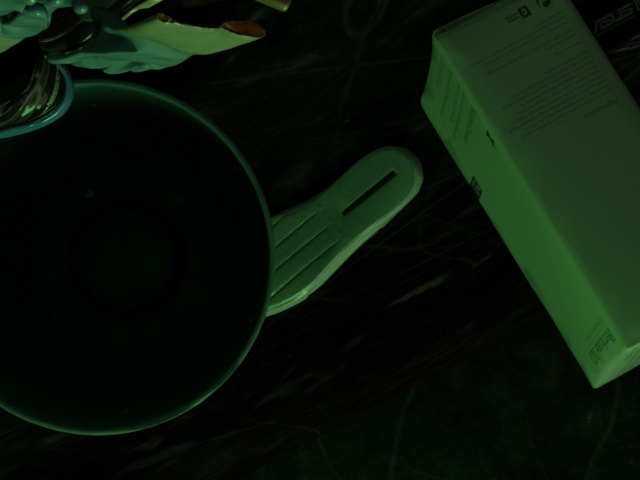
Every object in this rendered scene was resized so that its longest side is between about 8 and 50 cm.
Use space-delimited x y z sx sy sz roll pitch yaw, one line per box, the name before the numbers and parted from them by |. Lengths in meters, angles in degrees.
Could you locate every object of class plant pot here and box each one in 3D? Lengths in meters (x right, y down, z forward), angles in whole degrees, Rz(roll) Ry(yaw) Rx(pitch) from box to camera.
plant pot | -0.182 0.014 1.692 0.293 0.293 0.235 -29 179 0

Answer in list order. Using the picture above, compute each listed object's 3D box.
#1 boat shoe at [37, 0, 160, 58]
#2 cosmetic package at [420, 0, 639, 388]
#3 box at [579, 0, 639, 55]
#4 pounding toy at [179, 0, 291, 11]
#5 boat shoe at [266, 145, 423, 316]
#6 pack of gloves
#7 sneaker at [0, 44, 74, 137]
boat shoe | -0.165 -0.188 1.486 0.137 0.049 0.043 -30 123 13
cosmetic package | 0.269 -0.057 2.039 0.156 0.385 0.217 -27 165 -8
box | 0.456 -0.287 2.173 0.270 0.060 0.216 -15 171 -44
pounding toy | -0.076 -0.208 1.302 0.206 0.181 0.094 -18 162 -35
boat shoe | 0.000 0.000 2.289 0.302 0.109 0.094 -33 167 6
pack of gloves | -0.176 -0.161 1.365 0.195 0.046 0.232 7 173 -29
sneaker | -0.289 -0.101 1.532 0.188 0.067 0.078 -27 144 2
